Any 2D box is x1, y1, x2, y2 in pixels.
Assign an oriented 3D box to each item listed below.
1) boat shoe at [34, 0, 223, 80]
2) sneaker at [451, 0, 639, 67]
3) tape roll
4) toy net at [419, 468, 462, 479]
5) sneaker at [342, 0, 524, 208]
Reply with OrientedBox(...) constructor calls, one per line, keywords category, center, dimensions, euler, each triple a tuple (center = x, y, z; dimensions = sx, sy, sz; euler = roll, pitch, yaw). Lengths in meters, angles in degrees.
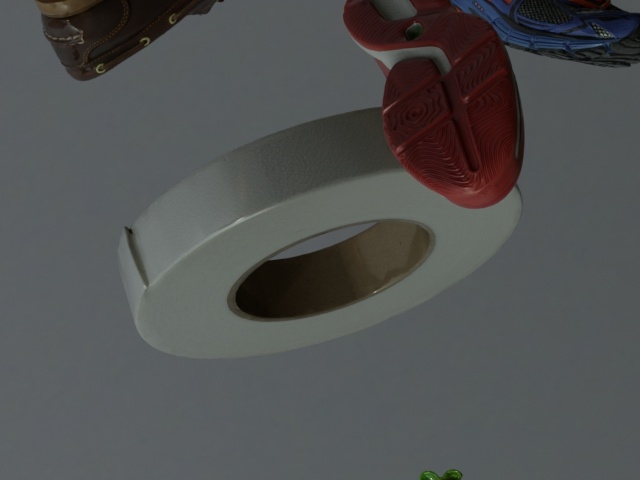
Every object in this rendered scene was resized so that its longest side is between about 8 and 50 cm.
OrientedBox(category="boat shoe", center=(-0.097, -0.183, 1.272), dimensions=(0.207, 0.073, 0.073), euler=(-33, -55, -17))
OrientedBox(category="sneaker", center=(0.156, -0.182, 1.365), dimensions=(0.083, 0.221, 0.087), euler=(1, -72, -41))
OrientedBox(category="tape roll", center=(0.000, 0.000, 1.794), dimensions=(0.392, 0.392, 0.072), euler=(7, -123, -48))
OrientedBox(category="toy net", center=(0.148, 0.248, 1.241), dimensions=(0.232, 0.122, 0.045), euler=(30, -174, 14))
OrientedBox(category="sneaker", center=(0.094, -0.071, 1.105), dimensions=(0.128, 0.087, 0.221), euler=(45, -161, -37))
